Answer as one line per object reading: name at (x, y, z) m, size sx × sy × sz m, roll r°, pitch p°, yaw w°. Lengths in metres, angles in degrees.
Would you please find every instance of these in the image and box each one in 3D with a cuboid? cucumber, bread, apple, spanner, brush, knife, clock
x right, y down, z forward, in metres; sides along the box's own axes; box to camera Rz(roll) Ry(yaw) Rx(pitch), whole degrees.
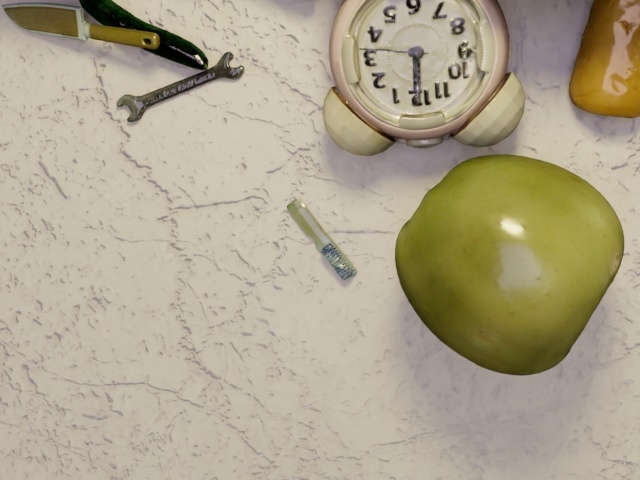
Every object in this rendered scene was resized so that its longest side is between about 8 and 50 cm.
cucumber at (-0.322, -0.378, 1.596) m, size 0.284 × 0.056 × 0.056 m, roll 30°, pitch 101°, yaw 7°
bread at (0.511, -0.358, 1.456) m, size 0.141 × 0.091 × 0.305 m, roll 10°, pitch 100°, yaw 2°
apple at (0.299, 0.033, 1.416) m, size 0.357 × 0.357 × 0.357 m, roll 1°, pitch 98°, yaw 8°
spanner at (-0.259, -0.283, 1.617) m, size 0.254 × 0.015 × 0.054 m, roll -20°, pitch 93°, yaw 11°
brush at (0.000, 0.000, 1.612) m, size 0.033 × 0.030 × 0.178 m, roll -38°, pitch 91°, yaw 21°
knife at (-0.440, -0.397, 1.594) m, size 0.343 × 0.027 × 0.061 m, roll 12°, pitch 121°, yaw 20°
clock at (0.164, -0.311, 1.472) m, size 0.342 × 0.184 × 0.326 m, roll -3°, pitch 102°, yaw 14°
